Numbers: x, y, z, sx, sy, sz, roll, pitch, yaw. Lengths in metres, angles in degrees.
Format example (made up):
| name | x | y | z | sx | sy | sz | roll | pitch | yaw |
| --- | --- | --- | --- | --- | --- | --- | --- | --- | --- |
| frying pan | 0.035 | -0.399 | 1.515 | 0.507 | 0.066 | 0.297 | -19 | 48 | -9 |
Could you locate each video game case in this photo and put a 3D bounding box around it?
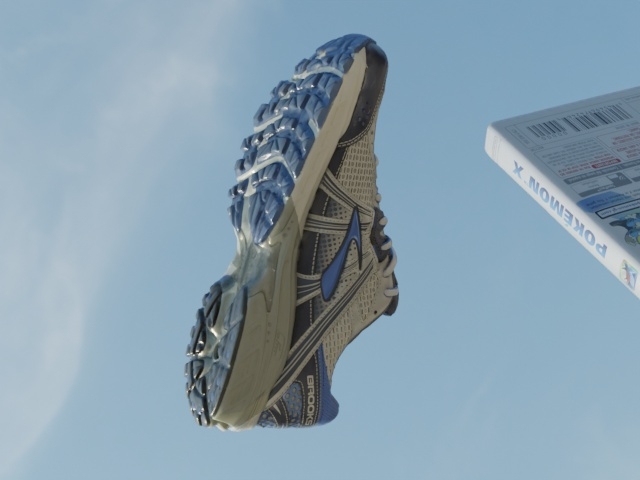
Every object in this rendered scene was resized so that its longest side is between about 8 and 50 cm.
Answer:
| name | x | y | z | sx | sy | sz | roll | pitch | yaw |
| --- | --- | --- | --- | --- | --- | --- | --- | --- | --- |
| video game case | 0.353 | -0.046 | 1.031 | 0.329 | 0.300 | 0.036 | -15 | -49 | -22 |

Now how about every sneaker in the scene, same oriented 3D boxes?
| name | x | y | z | sx | sy | sz | roll | pitch | yaw |
| --- | --- | --- | --- | --- | --- | --- | --- | --- | --- |
| sneaker | 0.000 | 0.000 | 0.409 | 0.058 | 0.052 | 0.135 | 17 | -86 | -27 |
